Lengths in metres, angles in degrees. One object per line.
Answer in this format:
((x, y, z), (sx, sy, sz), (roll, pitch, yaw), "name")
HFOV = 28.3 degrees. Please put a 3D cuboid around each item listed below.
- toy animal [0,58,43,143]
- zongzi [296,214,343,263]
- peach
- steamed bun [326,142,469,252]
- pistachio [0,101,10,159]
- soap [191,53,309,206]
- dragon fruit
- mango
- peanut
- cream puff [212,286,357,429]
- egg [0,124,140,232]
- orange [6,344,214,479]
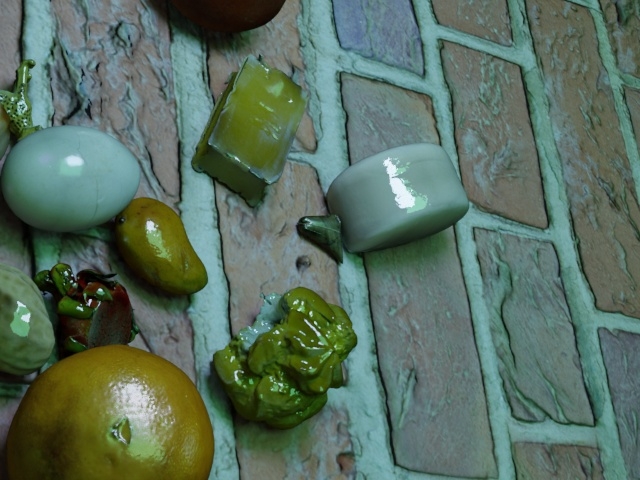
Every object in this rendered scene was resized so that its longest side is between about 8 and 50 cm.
((-0.481, -0.205, 1.812), (0.181, 0.073, 0.136), (15, 65, -35), "toy animal")
((0.000, 0.000, 2.091), (0.076, 0.040, 0.083), (-3, 85, -31), "zongzi")
((-0.156, -0.479, 2.108), (0.252, 0.252, 0.252), (18, 56, -29), "peach")
((0.144, -0.078, 2.151), (0.241, 0.164, 0.146), (-12, 72, -40), "steamed bun")
((-0.508, -0.125, 1.695), (0.144, 0.144, 0.215), (49, 52, -5), "pistachio")
((-0.111, -0.185, 2.078), (0.135, 0.076, 0.233), (33, 51, -17), "soap")
((-0.315, 0.102, 1.741), (0.175, 0.142, 0.138), (40, 4, 13), "dragon fruit")
((-0.238, 0.013, 1.863), (0.115, 0.089, 0.165), (-24, 84, -52), "mango")
((-0.451, 0.058, 1.655), (0.274, 0.111, 0.125), (47, 42, -7), "peanut")
((-0.036, 0.173, 1.866), (0.195, 0.194, 0.221), (45, 50, -8), "cream puff")
((-0.348, -0.088, 1.788), (0.209, 0.151, 0.151), (-10, 72, -40), "egg")
((-0.264, 0.262, 1.598), (0.261, 0.261, 0.261), (18, 56, -29), "orange")
